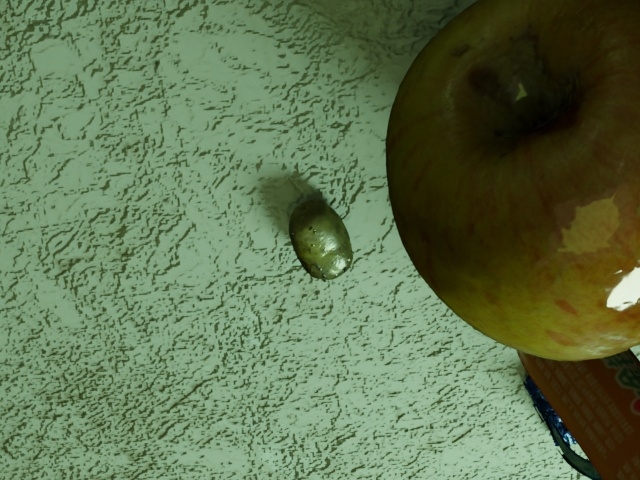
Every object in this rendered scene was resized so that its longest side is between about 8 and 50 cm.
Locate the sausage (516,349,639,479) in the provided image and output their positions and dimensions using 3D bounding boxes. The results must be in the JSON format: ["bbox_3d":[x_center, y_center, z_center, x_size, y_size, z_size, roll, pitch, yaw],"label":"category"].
[{"bbox_3d":[0.263,0.154,1.606,0.093,0.312,0.093,-22,145,-16],"label":"sausage"}]

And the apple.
[{"bbox_3d":[0.203,-0.051,1.439,0.299,0.299,0.275,-28,138,23],"label":"apple"}]

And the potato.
[{"bbox_3d":[0.000,0.000,1.640,0.051,0.040,0.083,-25,121,-7],"label":"potato"}]

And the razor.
[{"bbox_3d":[0.301,0.217,1.659,0.056,0.324,0.093,-44,128,-17],"label":"razor"}]
